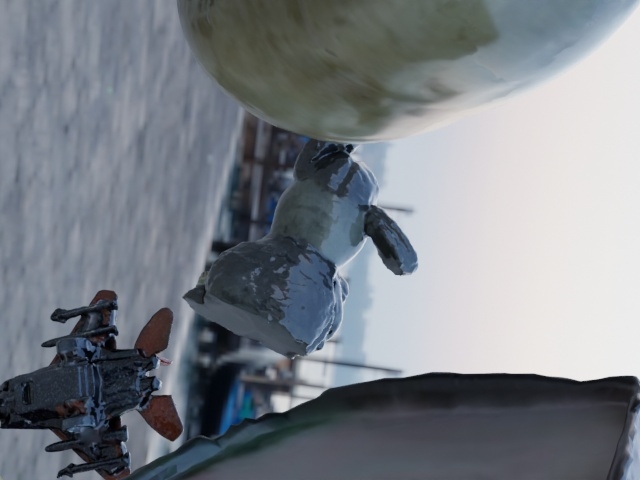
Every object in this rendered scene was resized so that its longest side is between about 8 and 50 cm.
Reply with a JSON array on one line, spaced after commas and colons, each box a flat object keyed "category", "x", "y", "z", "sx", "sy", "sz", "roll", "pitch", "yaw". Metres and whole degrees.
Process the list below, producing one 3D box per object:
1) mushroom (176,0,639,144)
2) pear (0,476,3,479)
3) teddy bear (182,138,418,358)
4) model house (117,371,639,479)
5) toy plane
[{"category": "mushroom", "x": 0.026, "y": -0.172, "z": 0.565, "sx": 0.260, "sy": 0.234, "sz": 0.254, "roll": -52, "pitch": -154, "yaw": 8}, {"category": "pear", "x": -0.392, "y": 0.316, "z": 1.081, "sx": 0.418, "sy": 0.362, "sz": 0.362, "roll": 46, "pitch": -41, "yaw": 48}, {"category": "teddy bear", "x": 0.001, "y": 0.018, "z": 1.418, "sx": 0.251, "sy": 0.171, "sz": 0.144, "roll": -48, "pitch": 168, "yaw": -15}, {"category": "model house", "x": 0.030, "y": 0.200, "z": 0.477, "sx": 0.237, "sy": 0.202, "sz": 0.237, "roll": -54, "pitch": 132, "yaw": -66}, {"category": "toy plane", "x": -0.180, "y": 0.102, "z": 0.898, "sx": 0.061, "sy": 0.189, "sz": 0.130, "roll": 50, "pitch": 31, "yaw": -71}]
